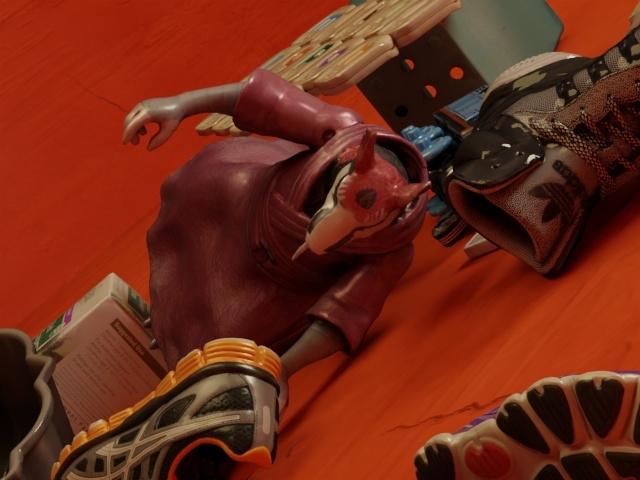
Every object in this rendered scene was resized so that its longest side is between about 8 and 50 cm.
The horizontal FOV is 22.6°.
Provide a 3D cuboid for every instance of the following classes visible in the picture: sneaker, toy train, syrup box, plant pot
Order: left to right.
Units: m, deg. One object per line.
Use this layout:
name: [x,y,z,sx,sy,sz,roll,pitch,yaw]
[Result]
syrup box: [-0.233,0.142,1.354,0.237,0.096,0.093,-41,13,3]
sneaker: [-0.103,0.151,1.014,0.215,0.084,0.083,-45,38,29]
plant pot: [0.120,-0.188,1.585,0.165,0.165,0.234,-33,16,26]
toy train: [0.117,-0.069,1.251,0.105,0.080,0.184,-31,9,2]
sneaker: [0.101,0.074,0.640,0.071,0.068,0.170,-36,7,-31]
sneaker: [0.174,-0.060,0.948,0.268,0.101,0.153,-21,27,51]

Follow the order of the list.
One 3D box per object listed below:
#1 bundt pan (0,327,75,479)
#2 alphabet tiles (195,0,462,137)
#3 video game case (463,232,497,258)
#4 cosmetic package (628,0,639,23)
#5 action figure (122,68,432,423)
bundt pan: [-0.314,0.209,1.163,0.330,0.124,0.331,-20,29,11]
alphabet tiles: [0.018,-0.173,1.449,0.278,0.021,0.284,-38,15,-13]
video game case: [0.160,-0.031,1.100,0.087,0.011,0.122,-44,11,-36]
cosmetic package: [0.297,-0.199,1.313,0.060,0.041,0.115,-31,11,32]
action figure: [0.000,0.000,1.181,0.275,0.248,0.370,-12,-6,-30]
